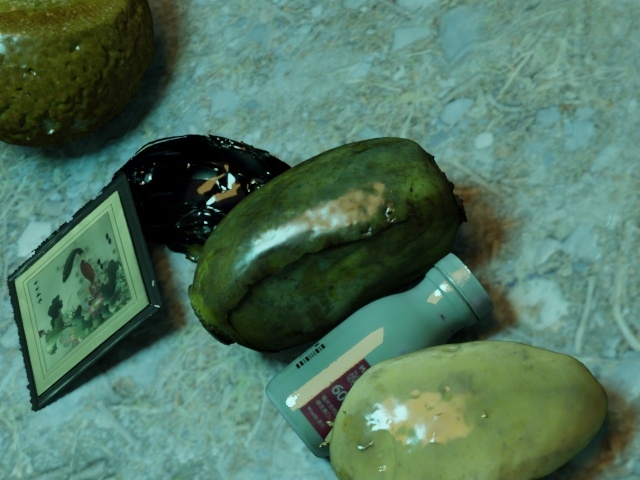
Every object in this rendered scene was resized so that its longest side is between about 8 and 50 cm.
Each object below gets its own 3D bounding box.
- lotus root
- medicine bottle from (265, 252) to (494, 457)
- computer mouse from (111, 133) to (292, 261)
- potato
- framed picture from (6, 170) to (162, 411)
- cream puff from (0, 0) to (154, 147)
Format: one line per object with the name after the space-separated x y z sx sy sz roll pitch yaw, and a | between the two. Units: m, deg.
0.000 0.000 1.568 0.275 0.160 0.152 -31 59 4 | lotus root
0.057 0.103 1.507 0.217 0.090 0.090 -38 48 -3 | medicine bottle
-0.130 -0.057 1.732 0.242 0.077 0.146 3 57 30 | computer mouse
0.124 0.159 1.420 0.235 0.128 0.161 -32 64 -2 | potato
-0.257 0.053 1.724 0.199 0.010 0.195 -39 46 20 | framed picture
-0.337 -0.229 1.870 0.303 0.212 0.303 9 39 -7 | cream puff
